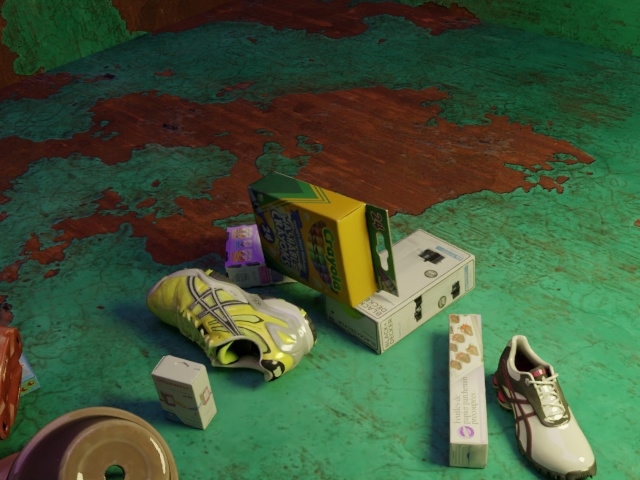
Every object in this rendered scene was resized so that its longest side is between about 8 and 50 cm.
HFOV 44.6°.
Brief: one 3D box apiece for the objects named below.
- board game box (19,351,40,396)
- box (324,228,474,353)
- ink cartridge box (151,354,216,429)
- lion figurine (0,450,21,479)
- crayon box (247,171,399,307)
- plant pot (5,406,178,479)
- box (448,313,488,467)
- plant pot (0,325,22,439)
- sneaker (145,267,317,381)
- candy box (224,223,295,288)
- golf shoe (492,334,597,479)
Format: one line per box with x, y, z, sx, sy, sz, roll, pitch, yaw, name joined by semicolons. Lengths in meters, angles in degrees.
-0.687;0.284;1.550;0.211;0.039;0.160;-24;40;-25;board game box
0.168;0.099;1.633;0.290;0.087;0.169;-30;41;-29;box
-0.247;0.276;1.418;0.088;0.122;0.052;9;38;22;ink cartridge box
-0.501;0.395;1.309;0.392;0.142;0.240;-13;25;-34;lion figurine
0.000;0.000;1.551;0.083;0.203;0.323;-33;37;-33;crayon box
-0.314;0.356;1.134;0.263;0.229;0.263;11;62;-22;plant pot
0.263;0.260;1.410;0.063;0.067;0.324;0;35;9;box
-0.682;0.248;1.377;0.265;0.272;0.272;4;34;-10;plant pot
-0.204;0.164;1.555;0.385;0.145;0.147;12;39;27;sneaker
-0.116;0.028;1.796;0.196;0.070;0.165;-7;35;1;candy box
0.370;0.282;1.317;0.105;0.120;0.273;-13;37;-12;golf shoe
